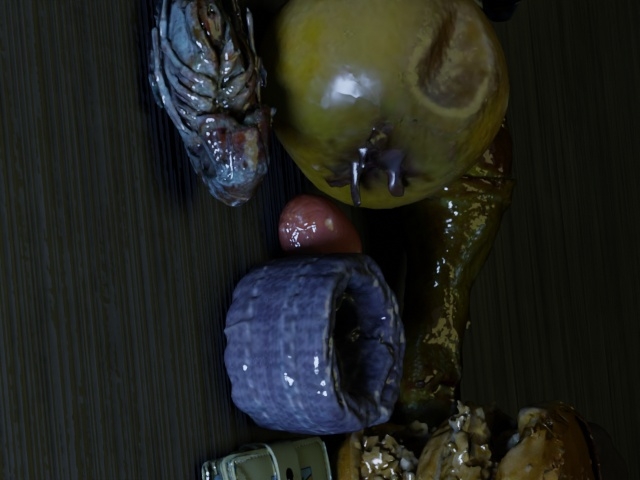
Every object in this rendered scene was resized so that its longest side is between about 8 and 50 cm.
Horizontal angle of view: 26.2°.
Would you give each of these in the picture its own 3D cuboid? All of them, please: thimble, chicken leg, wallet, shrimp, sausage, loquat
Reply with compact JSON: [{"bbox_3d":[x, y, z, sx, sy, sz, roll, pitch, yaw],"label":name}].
[{"bbox_3d":[-0.003,0.082,1.089,0.150,0.098,0.150,22,64,-58],"label":"thimble"},{"bbox_3d":[0.114,-0.020,1.293,0.211,0.140,0.361,58,32,-54],"label":"chicken leg"},{"bbox_3d":[-0.036,0.210,1.061,0.155,0.039,0.110,4,82,-63],"label":"wallet"},{"bbox_3d":[-0.087,-0.138,1.005,0.090,0.079,0.233,-14,95,-24],"label":"shrimp"},{"bbox_3d":[0.000,0.000,1.154,0.094,0.059,0.054,47,47,-50],"label":"sausage"},{"bbox_3d":[0.051,-0.128,1.124,0.213,0.213,0.213,22,65,-60],"label":"loquat"}]

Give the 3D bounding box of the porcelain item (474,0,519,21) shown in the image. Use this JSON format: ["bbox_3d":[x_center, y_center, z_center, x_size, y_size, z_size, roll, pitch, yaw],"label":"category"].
[{"bbox_3d":[0.148,-0.306,1.434,0.288,0.138,0.186,10,86,-61],"label":"porcelain item"}]

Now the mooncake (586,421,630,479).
[{"bbox_3d":[0.222,0.338,1.410,0.306,0.154,0.306,26,61,-59],"label":"mooncake"}]

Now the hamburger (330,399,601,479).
[{"bbox_3d":[0.120,0.247,1.169,0.245,0.211,0.260,-55,137,-52],"label":"hamburger"}]
